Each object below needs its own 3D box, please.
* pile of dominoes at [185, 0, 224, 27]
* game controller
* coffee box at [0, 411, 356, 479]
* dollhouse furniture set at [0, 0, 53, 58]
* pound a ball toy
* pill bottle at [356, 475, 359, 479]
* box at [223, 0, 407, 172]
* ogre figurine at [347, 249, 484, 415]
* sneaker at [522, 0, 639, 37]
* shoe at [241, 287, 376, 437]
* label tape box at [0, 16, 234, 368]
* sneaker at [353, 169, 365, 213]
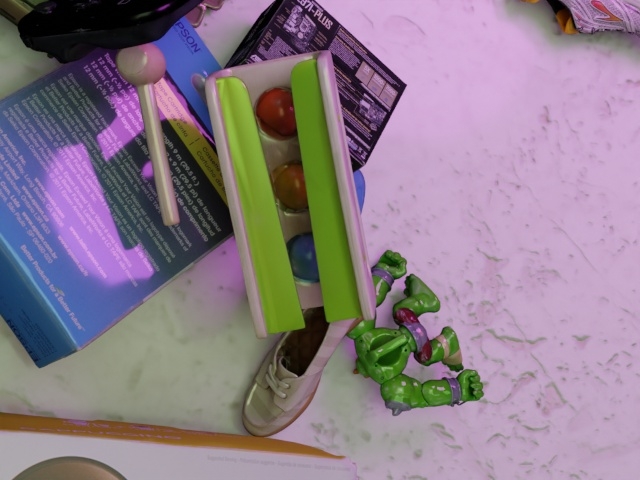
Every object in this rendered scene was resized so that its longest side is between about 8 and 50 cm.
[{"bbox_3d":[-0.137,-0.379,1.397,0.251,0.040,0.196,-42,99,-9],"label":"pile of dominoes"},{"bbox_3d":[-0.170,-0.264,1.215,0.067,0.166,0.319,68,28,-22],"label":"game controller"},{"bbox_3d":[-0.191,0.344,1.137,0.337,0.338,0.334,9,82,-18],"label":"coffee box"},{"bbox_3d":[-0.345,-0.222,1.159,0.151,0.301,0.197,36,72,-9],"label":"dollhouse furniture set"},{"bbox_3d":[-0.071,-0.066,1.229,0.208,0.136,0.319,-10,102,5],"label":"pound a ball toy"},{"bbox_3d":[0.012,0.304,1.364,0.043,0.043,0.083,23,78,-15],"label":"pill bottle"},{"bbox_3d":[-0.011,-0.174,1.352,0.180,0.077,0.147,40,51,-16],"label":"box"},{"bbox_3d":[0.094,0.116,1.383,0.118,0.097,0.197,-25,97,-25],"label":"ogre figurine"},{"bbox_3d":[0.349,-0.297,1.524,0.225,0.088,0.093,25,98,-14],"label":"sneaker"},{"bbox_3d":[-0.023,0.123,1.334,0.076,0.058,0.219,35,89,33],"label":"shoe"},{"bbox_3d":[-0.224,-0.066,1.275,0.347,0.115,0.249,-40,98,-38],"label":"label tape box"},{"bbox_3d":[0.000,0.000,1.371,0.069,0.082,0.209,35,74,-10],"label":"sneaker"}]
